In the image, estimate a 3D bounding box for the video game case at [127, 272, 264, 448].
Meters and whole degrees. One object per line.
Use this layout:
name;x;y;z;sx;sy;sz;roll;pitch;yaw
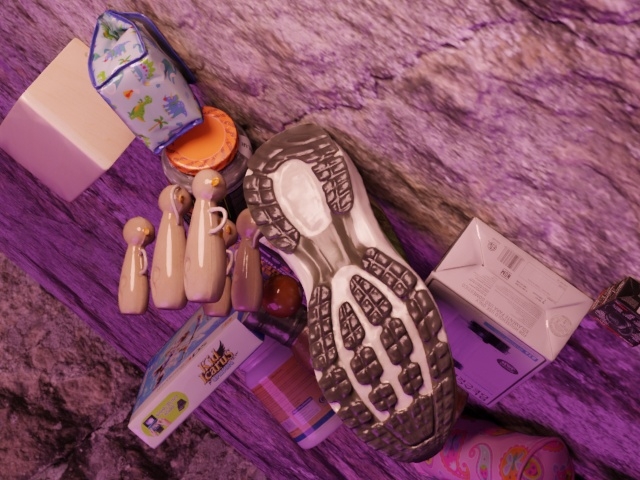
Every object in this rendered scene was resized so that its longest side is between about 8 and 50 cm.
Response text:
video game case;-0.187;0.173;2.007;0.061;0.244;0.269;43;-168;-13

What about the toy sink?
toy sink;-0.351;-0.169;1.818;0.153;0.131;0.234;41;157;-11

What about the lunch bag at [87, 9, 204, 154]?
lunch bag;-0.215;-0.201;1.544;0.129;0.096;0.151;52;-174;-38

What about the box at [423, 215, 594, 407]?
box;0.193;0.094;1.509;0.169;0.087;0.290;36;162;4

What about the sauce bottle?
sauce bottle;0.048;0.173;1.862;0.344;0.111;0.111;28;163;-6

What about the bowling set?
bowling set;-0.121;0.014;1.569;0.200;0.154;0.287;7;170;-32

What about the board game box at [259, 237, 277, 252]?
board game box;0.000;0.000;1.619;0.154;0.103;0.026;32;128;18

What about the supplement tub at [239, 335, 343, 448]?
supplement tub;-0.038;0.242;2.193;0.199;0.144;0.144;49;162;0

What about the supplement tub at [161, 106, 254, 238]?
supplement tub;-0.138;-0.085;1.642;0.117;0.117;0.190;31;161;18

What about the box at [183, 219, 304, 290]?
box;-0.107;-0.008;1.875;0.231;0.056;0.183;38;162;-1

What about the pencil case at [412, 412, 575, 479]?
pencil case;0.256;0.333;1.927;0.124;0.124;0.284;47;159;-28

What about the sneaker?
sneaker;0.063;0.060;1.452;0.182;0.158;0.410;29;-144;-61

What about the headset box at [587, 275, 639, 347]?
headset box;0.319;0.075;1.313;0.062;0.032;0.083;37;163;1
